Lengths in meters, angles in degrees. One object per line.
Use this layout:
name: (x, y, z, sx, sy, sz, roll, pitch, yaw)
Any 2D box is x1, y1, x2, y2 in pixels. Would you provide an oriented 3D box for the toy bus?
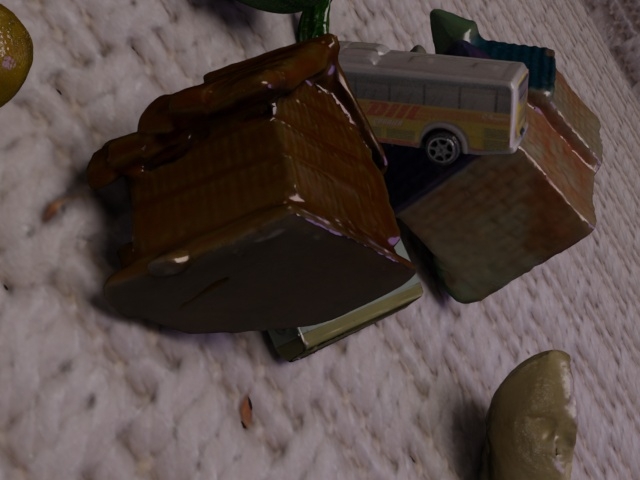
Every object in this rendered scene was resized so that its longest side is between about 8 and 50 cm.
toy bus: (0.085, -0.151, 1.004, 0.092, 0.268, 0.106, -51, 145, -54)

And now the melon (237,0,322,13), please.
melon: (-0.087, -0.364, 0.990, 0.287, 0.182, 0.182, 42, 37, -28)

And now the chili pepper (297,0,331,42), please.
chili pepper: (0.007, -0.240, 1.143, 0.050, 0.073, 0.182, 9, 63, -27)

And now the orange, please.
orange: (-0.248, -0.128, 0.657, 0.085, 0.085, 0.095, 48, 30, -24)

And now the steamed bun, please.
steamed bun: (0.235, 0.249, 1.070, 0.231, 0.110, 0.212, 72, 21, -52)

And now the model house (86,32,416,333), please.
model house: (-0.060, -0.053, 0.784, 0.219, 0.199, 0.229, 40, 34, -53)

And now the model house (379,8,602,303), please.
model house: (0.188, -0.137, 1.196, 0.280, 0.245, 0.312, 43, 34, -17)

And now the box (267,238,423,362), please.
box: (0.000, 0.000, 0.975, 0.270, 0.045, 0.211, -19, 83, -59)
